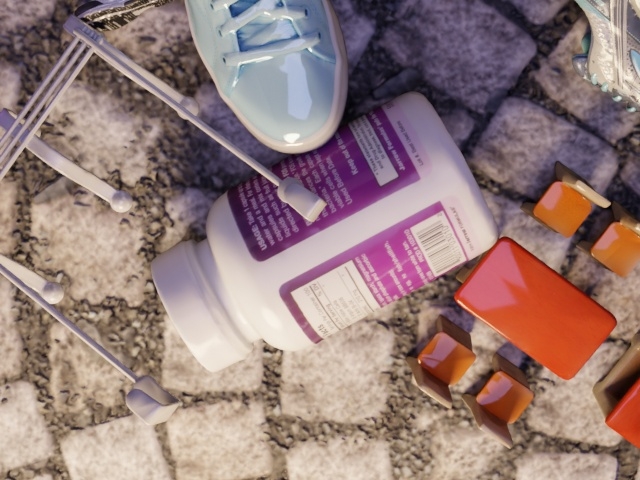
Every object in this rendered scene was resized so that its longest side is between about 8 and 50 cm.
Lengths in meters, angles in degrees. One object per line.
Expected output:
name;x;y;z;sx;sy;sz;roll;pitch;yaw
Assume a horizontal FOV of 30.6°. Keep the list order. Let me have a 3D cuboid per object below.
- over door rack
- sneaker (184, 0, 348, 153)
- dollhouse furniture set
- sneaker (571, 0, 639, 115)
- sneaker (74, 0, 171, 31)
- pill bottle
over door rack;-0.172;-0.020;1.050;0.324;0.108;0.239;38;94;23
sneaker;-0.079;-0.249;1.010;0.135;0.150;0.366;-19;90;12
dollhouse furniture set;0.255;0.098;1.160;0.259;0.135;0.262;35;100;-11
sneaker;0.315;-0.174;1.127;0.122;0.110;0.283;-18;114;30
sneaker;-0.184;-0.233;1.106;0.109;0.040;0.044;-22;73;9
pill bottle;0.000;0.000;1.105;0.301;0.169;0.169;-28;104;4
